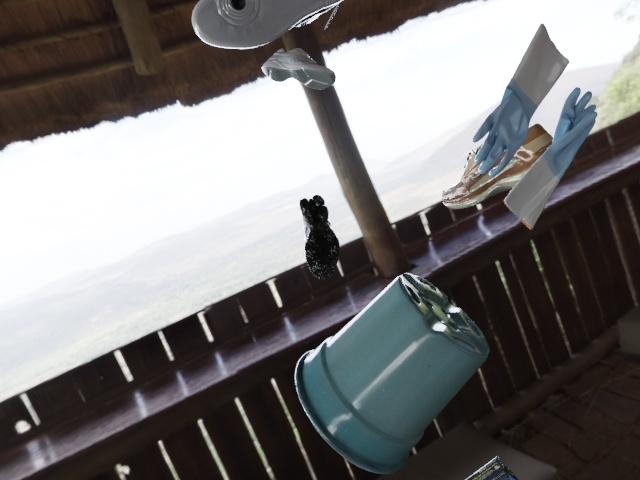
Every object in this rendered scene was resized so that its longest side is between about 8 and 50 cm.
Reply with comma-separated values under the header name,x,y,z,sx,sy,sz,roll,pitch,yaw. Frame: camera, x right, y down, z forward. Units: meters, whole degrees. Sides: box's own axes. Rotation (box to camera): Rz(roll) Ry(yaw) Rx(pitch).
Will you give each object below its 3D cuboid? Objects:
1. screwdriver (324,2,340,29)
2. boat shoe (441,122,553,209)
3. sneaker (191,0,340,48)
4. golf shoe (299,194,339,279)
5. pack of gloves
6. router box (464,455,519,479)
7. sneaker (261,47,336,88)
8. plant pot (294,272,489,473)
name,x,y,z,sx,sy,sz,roll,pitch,yaw
screwdriver,0.050,-0.490,0.880,0.169,0.025,0.024,-55,47,8
boat shoe,0.388,-0.163,1.010,0.123,0.119,0.324,-29,2,-28
sneaker,-0.066,-0.307,0.612,0.217,0.079,0.121,-24,18,-9
golf shoe,0.000,0.000,0.995,0.077,0.198,0.094,-6,-26,-1
pack of gloves,0.330,-0.160,0.661,0.232,0.195,0.046,-58,29,-6
router box,0.349,0.516,0.928,0.122,0.092,0.038,-42,7,7
sneaker,-0.034,-0.318,0.821,0.061,0.152,0.053,-61,-27,-14
plant pot,0.173,0.276,1.035,0.334,0.341,0.341,-52,-4,20
